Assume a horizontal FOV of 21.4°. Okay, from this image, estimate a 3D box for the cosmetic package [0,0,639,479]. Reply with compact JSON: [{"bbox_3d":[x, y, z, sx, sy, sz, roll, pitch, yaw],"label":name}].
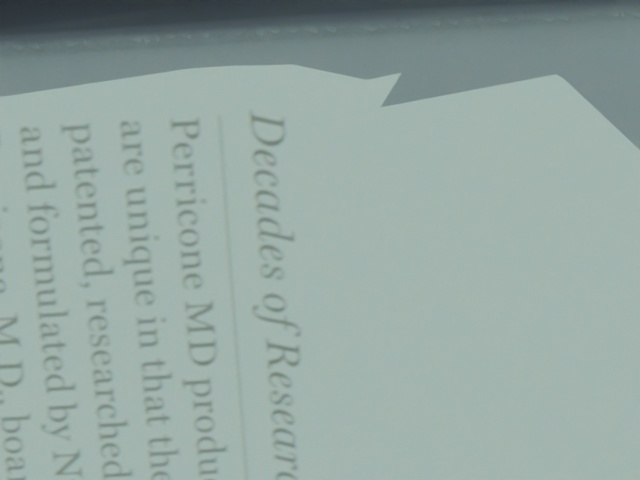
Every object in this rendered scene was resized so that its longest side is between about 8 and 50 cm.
[{"bbox_3d":[0.000,0.000,0.500,0.453,0.230,0.162,-3,104,1],"label":"cosmetic package"}]
